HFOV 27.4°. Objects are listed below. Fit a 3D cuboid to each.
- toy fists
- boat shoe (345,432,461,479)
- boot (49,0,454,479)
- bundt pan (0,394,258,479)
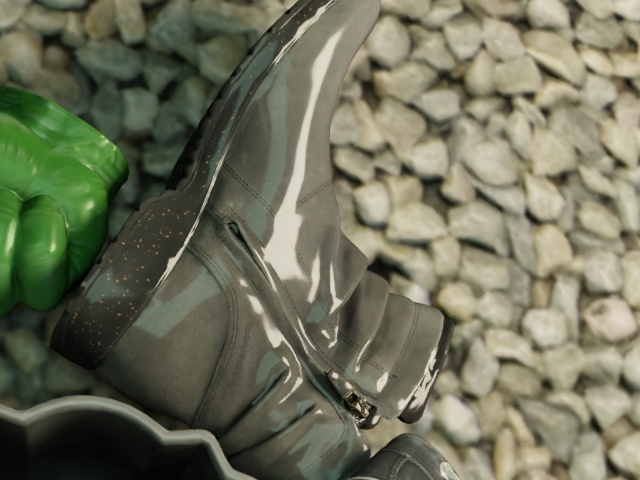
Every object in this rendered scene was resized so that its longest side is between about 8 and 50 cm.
[{"bbox_3d":[-0.264,-0.057,0.826,0.279,0.096,0.142,31,69,-2],"label":"toy fists"},{"bbox_3d":[0.113,0.252,0.789,0.301,0.108,0.102,53,47,-4],"label":"boat shoe"},{"bbox_3d":[0.000,0.000,0.869,0.222,0.118,0.338,35,75,-5],"label":"boot"},{"bbox_3d":[-0.150,0.257,0.724,0.330,0.124,0.331,4,72,-11],"label":"bundt pan"}]
